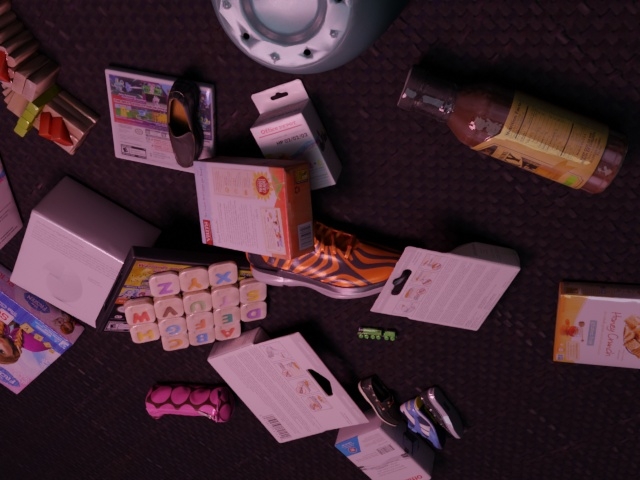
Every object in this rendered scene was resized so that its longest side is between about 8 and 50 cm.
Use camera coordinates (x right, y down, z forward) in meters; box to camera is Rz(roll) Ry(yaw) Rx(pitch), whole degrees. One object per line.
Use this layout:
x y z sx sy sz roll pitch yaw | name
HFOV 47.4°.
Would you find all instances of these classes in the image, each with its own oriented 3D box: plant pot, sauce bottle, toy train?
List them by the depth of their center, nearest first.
-0.019 -0.364 0.997 0.293 0.235 0.293 8 128 11 | plant pot
0.290 -0.179 1.124 0.344 0.111 0.111 22 129 3 | sauce bottle
0.117 0.192 1.513 0.083 0.017 0.024 3 117 15 | toy train

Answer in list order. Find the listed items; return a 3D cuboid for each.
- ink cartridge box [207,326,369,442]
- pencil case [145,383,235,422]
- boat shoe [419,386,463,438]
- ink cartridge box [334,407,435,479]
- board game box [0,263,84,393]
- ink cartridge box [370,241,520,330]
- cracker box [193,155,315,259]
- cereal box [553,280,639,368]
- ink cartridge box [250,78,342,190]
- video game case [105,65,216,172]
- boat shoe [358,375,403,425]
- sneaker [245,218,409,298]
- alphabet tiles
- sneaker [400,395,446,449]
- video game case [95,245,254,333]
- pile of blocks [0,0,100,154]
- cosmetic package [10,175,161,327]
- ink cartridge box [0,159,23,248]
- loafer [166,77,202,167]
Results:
-0.065 0.316 1.631 0.261 0.066 0.296 -21 118 29 | ink cartridge box
-0.316 0.390 1.744 0.209 0.098 0.095 -4 125 21 | pencil case
0.265 0.376 1.589 0.040 0.049 0.142 -21 111 36 | boat shoe
0.150 0.481 1.678 0.139 0.082 0.191 -31 113 33 | ink cartridge box
-0.785 0.203 1.767 0.318 0.066 0.318 41 127 -15 | board game box
0.223 0.075 1.329 0.224 0.056 0.181 12 131 -14 | ink cartridge box
-0.118 -0.062 1.264 0.232 0.067 0.156 10 110 41 | cracker box
0.556 0.158 1.331 0.240 0.047 0.173 3 127 15 | cereal box
-0.048 -0.174 1.259 0.104 0.061 0.181 -13 120 26 | ink cartridge box
-0.288 -0.215 1.328 0.201 0.023 0.183 12 129 9 | video game case
0.139 0.354 1.602 0.042 0.049 0.133 -32 101 39 | boat shoe
0.000 0.000 1.335 0.321 0.124 0.180 2 127 16 | sneaker
-0.248 0.142 1.482 0.284 0.021 0.278 -10 144 -13 | alphabet tiles
0.230 0.406 1.618 0.059 0.053 0.144 -23 109 32 | sneaker
-0.284 0.110 1.473 0.275 0.035 0.248 7 137 -32 | video game case
-0.553 -0.291 1.295 0.149 0.113 0.362 -16 119 27 | pile of blocks
-0.483 0.029 1.497 0.224 0.138 0.225 31 130 -7 | cosmetic package
-0.758 -0.123 1.481 0.201 0.117 0.278 6 127 13 | ink cartridge box
-0.245 -0.195 1.273 0.062 0.061 0.170 9 129 10 | loafer
